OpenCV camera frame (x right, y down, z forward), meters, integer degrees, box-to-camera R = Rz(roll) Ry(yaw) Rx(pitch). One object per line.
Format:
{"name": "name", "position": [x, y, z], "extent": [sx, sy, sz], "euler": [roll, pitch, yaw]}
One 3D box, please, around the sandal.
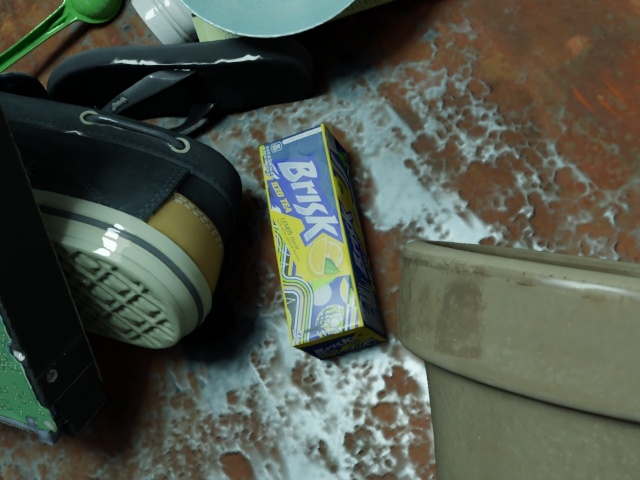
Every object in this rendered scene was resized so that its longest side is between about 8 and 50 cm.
{"name": "sandal", "position": [-0.132, -0.126, 0.710], "extent": [0.254, 0.097, 0.054], "euler": [-5, 70, 21]}

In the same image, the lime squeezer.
{"name": "lime squeezer", "position": [-0.203, -0.243, 0.793], "extent": [0.310, 0.059, 0.110], "euler": [-29, 36, 22]}

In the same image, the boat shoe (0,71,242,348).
{"name": "boat shoe", "position": [-0.288, -0.055, 0.705], "extent": [0.500, 0.187, 0.156], "euler": [15, 55, 21]}

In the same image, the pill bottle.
{"name": "pill bottle", "position": [-0.087, -0.239, 0.738], "extent": [0.160, 0.087, 0.087], "euler": [-38, 61, 6]}

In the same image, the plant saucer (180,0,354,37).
{"name": "plant saucer", "position": [-0.035, -0.250, 0.643], "extent": [0.195, 0.037, 0.195], "euler": [0, 88, 10]}

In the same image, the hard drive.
{"name": "hard drive", "position": [-0.294, -0.017, 0.571], "extent": [0.237, 0.339, 0.064], "euler": [10, 38, 25]}

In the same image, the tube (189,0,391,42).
{"name": "tube", "position": [0.004, -0.219, 0.685], "extent": [0.240, 0.062, 0.070], "euler": [-15, 77, 8]}

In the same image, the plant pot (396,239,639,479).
{"name": "plant pot", "position": [0.158, 0.127, 0.429], "extent": [0.263, 0.263, 0.229], "euler": [9, 92, 26]}

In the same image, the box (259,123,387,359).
{"name": "box", "position": [0.000, 0.000, 0.634], "extent": [0.059, 0.054, 0.169], "euler": [-18, 65, 16]}
